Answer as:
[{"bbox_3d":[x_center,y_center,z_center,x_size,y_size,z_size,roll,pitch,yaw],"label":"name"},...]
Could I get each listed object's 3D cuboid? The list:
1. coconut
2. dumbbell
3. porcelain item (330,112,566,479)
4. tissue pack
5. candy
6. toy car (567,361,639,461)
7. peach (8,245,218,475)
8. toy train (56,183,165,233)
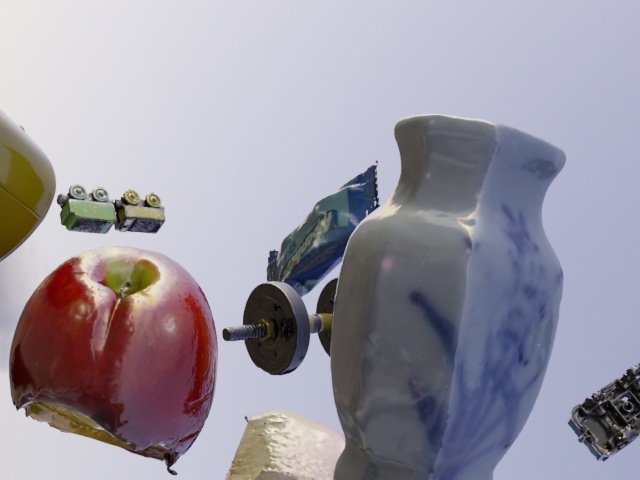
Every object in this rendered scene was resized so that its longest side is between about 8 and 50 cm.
[{"bbox_3d":[-0.037,0.556,1.946,0.404,0.404,0.405,-176,-90,-65],"label":"coconut"},{"bbox_3d":[-0.012,0.130,1.524,0.143,0.325,0.143,4,-85,51],"label":"dumbbell"},{"bbox_3d":[0.132,0.081,1.044,0.178,0.242,0.405,12,-90,45],"label":"porcelain item"},{"bbox_3d":[-0.321,-0.071,0.868,0.123,0.178,0.127,31,-100,34],"label":"tissue pack"},{"bbox_3d":[0.000,0.000,1.763,0.331,0.077,0.187,-45,-151,35],"label":"candy"},{"bbox_3d":[0.504,0.291,1.646,0.097,0.191,0.100,54,-15,23],"label":"toy car"},{"bbox_3d":[-0.187,0.124,0.895,0.196,0.190,0.226,50,-44,49],"label":"peach"},{"bbox_3d":[-0.370,-0.050,1.754,0.060,0.202,0.081,-46,-130,42],"label":"toy train"}]
